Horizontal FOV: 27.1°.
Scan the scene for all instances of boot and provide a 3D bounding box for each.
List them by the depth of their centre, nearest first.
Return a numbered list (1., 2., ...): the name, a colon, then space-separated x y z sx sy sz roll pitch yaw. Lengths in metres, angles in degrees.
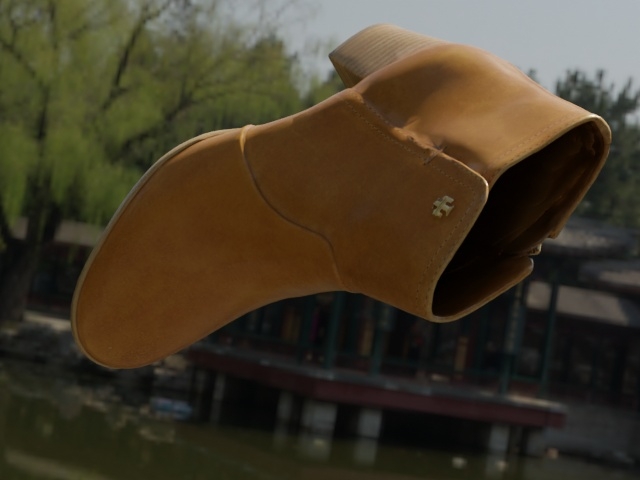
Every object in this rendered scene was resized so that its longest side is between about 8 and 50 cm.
1. boot: 0.001 0.000 0.735 0.104 0.295 0.211 49 -4 -36
